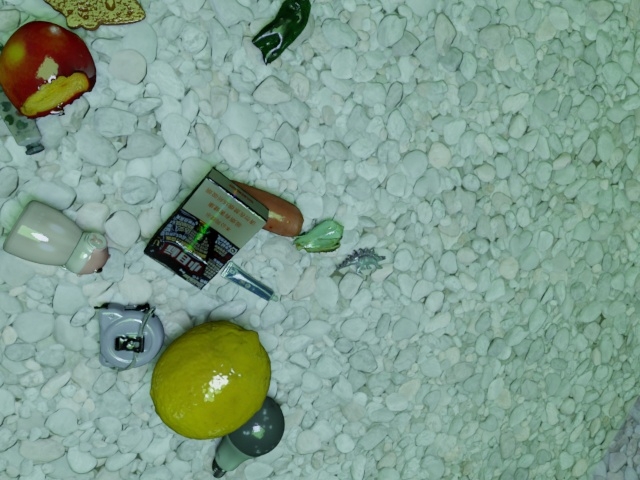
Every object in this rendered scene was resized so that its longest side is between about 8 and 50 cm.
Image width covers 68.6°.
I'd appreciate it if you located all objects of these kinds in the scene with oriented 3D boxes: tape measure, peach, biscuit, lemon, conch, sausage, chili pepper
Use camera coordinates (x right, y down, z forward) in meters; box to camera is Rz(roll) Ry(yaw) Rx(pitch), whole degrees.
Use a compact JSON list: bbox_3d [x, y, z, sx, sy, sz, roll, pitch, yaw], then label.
[{"bbox_3d":[-0.537,0.270,1.330,0.178,0.105,0.196,-5,100,-17],"label":"tape measure"},{"bbox_3d":[-0.654,-0.397,1.128,0.196,0.190,0.226,13,91,-43],"label":"peach"},{"bbox_3d":[-0.587,-0.619,1.184,0.280,0.043,0.183,10,101,-23],"label":"biscuit"},{"bbox_3d":[-0.303,0.390,1.323,0.336,0.336,0.336,-3,101,-17],"label":"lemon"},{"bbox_3d":[0.000,0.000,1.468,0.170,0.079,0.105,-22,100,4],"label":"conch"},{"bbox_3d":[-0.167,-0.089,1.377,0.259,0.113,0.113,20,93,-19],"label":"sausage"},{"bbox_3d":[-0.106,-0.601,1.328,0.098,0.061,0.224,36,86,-27],"label":"chili pepper"}]

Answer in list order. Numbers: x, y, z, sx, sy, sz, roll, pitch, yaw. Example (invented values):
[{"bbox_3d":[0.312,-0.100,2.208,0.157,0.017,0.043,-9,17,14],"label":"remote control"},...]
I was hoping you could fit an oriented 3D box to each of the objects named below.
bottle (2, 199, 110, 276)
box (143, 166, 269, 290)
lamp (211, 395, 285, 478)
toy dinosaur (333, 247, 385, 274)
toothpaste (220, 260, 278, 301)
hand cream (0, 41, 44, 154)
[{"bbox_3d":[-0.671,0.010,1.225,0.236,0.147,0.147,30,90,-27],"label":"bottle"},{"bbox_3d":[-0.313,-0.027,1.290,0.198,0.084,0.310,38,114,-21],"label":"box"},{"bbox_3d":[-0.246,0.607,1.478,0.182,0.182,0.314,40,119,-20],"label":"lamp"},{"bbox_3d":[0.127,0.069,1.532,0.209,0.039,0.082,-14,101,-25],"label":"toy dinosaur"},{"bbox_3d":[-0.211,0.136,1.444,0.197,0.035,0.057,34,83,-17],"label":"toothpaste"},{"bbox_3d":[-0.777,-0.349,1.170,0.095,0.059,0.276,-26,102,-14],"label":"hand cream"}]
